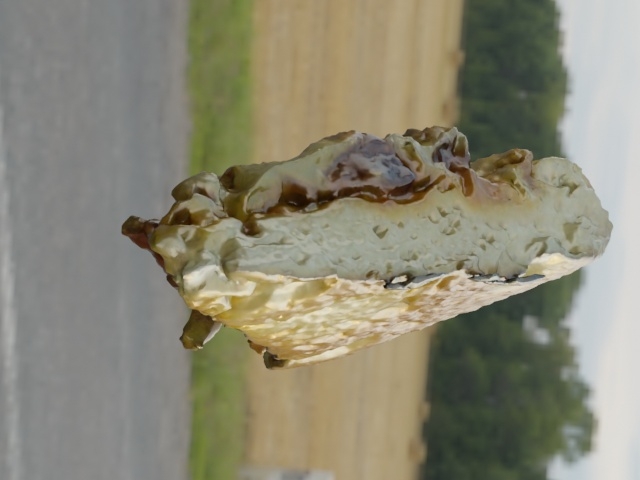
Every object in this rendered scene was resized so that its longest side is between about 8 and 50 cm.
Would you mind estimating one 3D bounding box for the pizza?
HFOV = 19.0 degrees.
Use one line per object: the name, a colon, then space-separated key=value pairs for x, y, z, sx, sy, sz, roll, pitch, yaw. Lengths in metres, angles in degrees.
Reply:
pizza: x=0.001 y=-0.002 z=0.695 sx=0.194 sy=0.154 sz=0.069 roll=10 pitch=65 yaw=-55
